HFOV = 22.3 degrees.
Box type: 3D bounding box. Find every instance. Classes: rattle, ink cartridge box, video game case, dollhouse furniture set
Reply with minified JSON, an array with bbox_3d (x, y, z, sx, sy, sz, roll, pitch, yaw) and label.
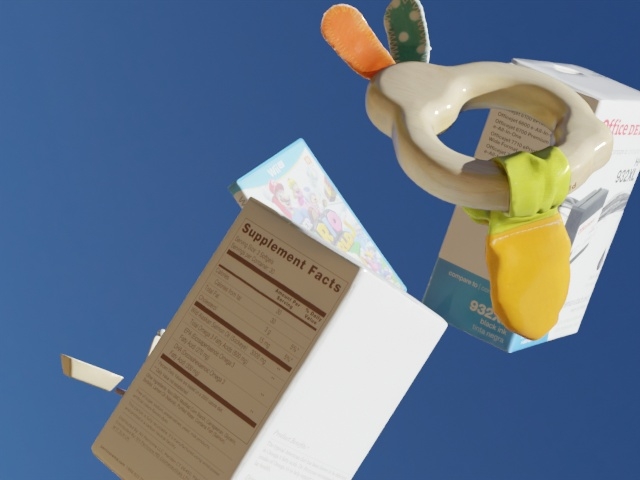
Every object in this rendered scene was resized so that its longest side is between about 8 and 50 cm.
[{"bbox_3d":[0.083,-0.053,1.026,0.199,0.130,0.143,29,-25,31],"label":"rattle"},{"bbox_3d":[0.261,-0.043,1.888,0.129,0.223,0.307,26,-74,27],"label":"ink cartridge box"},{"bbox_3d":[0.000,0.000,1.392,0.015,0.119,0.166,-33,-87,35],"label":"video game case"},{"bbox_3d":[-0.200,0.121,1.681,0.091,0.114,0.081,10,-102,60],"label":"dollhouse furniture set"}]

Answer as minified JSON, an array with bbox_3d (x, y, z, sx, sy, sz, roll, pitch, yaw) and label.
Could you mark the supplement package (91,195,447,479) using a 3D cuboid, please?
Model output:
[{"bbox_3d":[-0.029,0.086,0.955,0.105,0.105,0.179,32,-92,39],"label":"supplement package"}]
